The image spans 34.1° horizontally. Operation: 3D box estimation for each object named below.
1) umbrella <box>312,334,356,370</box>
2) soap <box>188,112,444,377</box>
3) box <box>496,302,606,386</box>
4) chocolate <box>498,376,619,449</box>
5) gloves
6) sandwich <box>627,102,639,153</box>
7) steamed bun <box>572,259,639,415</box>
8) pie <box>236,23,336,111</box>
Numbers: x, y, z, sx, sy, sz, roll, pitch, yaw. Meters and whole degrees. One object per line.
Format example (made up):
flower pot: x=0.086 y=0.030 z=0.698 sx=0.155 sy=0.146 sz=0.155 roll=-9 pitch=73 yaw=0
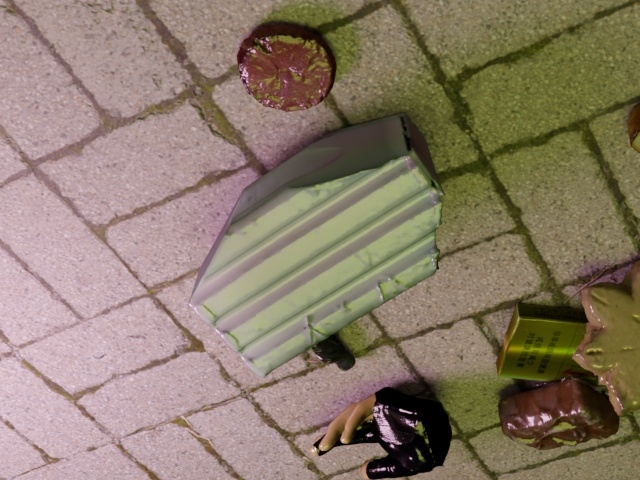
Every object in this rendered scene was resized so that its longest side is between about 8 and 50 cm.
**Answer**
umbrella: x=-0.010 y=0.179 z=1.947 sx=0.059 sy=0.066 sz=0.235 roll=-29 pitch=129 yaw=18
soap: x=0.000 y=0.000 z=1.670 sx=0.446 sy=0.156 sz=0.261 roll=-33 pitch=113 yaw=19
box: x=0.503 y=0.205 z=1.971 sx=0.311 sy=0.043 sz=0.173 roll=6 pitch=133 yaw=-3
chocolate: x=0.459 y=0.348 z=2.039 sx=0.148 sy=0.093 sz=0.214 roll=31 pitch=138 yaw=-33
gloves: x=0.118 y=0.396 z=2.088 sx=0.301 sy=0.152 sz=0.197 roll=-12 pitch=110 yaw=21
sandwich: x=0.597 y=-0.184 z=1.595 sx=0.186 sy=0.065 sz=0.215 roll=30 pitch=127 yaw=-23
steamed bun: x=0.579 y=0.173 z=1.832 sx=0.292 sy=0.295 sz=0.137 roll=25 pitch=176 yaw=4
pie: x=-0.049 y=-0.258 z=1.562 sx=0.154 sy=0.036 sz=0.154 roll=1 pitch=133 yaw=1
